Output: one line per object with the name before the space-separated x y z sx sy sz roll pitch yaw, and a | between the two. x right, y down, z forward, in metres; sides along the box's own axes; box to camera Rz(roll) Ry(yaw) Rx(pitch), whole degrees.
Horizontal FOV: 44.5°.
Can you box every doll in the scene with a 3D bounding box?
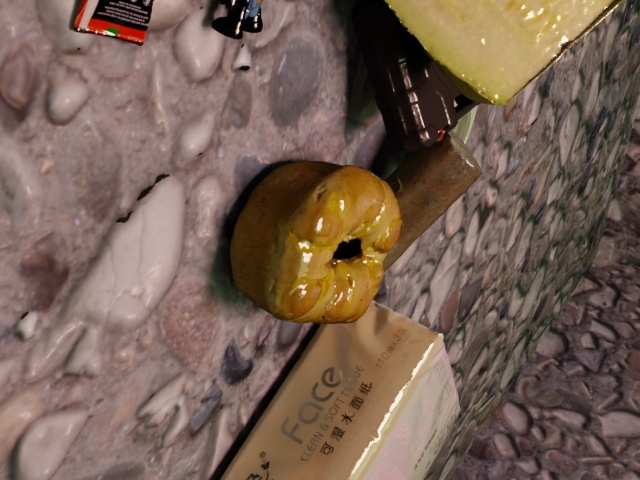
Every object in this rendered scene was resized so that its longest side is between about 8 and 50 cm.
doll | -0.059 -0.287 0.728 0.096 0.070 0.195 -52 160 -57

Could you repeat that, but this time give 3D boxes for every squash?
squash | 0.152 -0.342 0.845 0.233 0.210 0.309 -40 134 13

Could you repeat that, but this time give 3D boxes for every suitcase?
suitcase | 0.163 -0.262 1.069 0.285 0.066 0.206 -38 117 -42

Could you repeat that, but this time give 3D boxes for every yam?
yam | 0.127 -0.050 1.166 0.259 0.106 0.106 -45 159 21

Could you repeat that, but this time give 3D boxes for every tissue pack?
tissue pack | 0.039 0.337 1.241 0.405 0.205 0.332 -56 151 -21

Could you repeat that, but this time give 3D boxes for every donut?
donut | 0.000 0.000 0.991 0.261 0.128 0.209 18 94 -63

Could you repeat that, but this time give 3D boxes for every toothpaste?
toothpaste | -0.147 -0.255 0.629 0.071 0.045 0.193 -4 121 -51

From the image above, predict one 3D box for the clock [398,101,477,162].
clock | 0.180 -0.171 1.242 0.159 0.066 0.211 -17 126 -54
